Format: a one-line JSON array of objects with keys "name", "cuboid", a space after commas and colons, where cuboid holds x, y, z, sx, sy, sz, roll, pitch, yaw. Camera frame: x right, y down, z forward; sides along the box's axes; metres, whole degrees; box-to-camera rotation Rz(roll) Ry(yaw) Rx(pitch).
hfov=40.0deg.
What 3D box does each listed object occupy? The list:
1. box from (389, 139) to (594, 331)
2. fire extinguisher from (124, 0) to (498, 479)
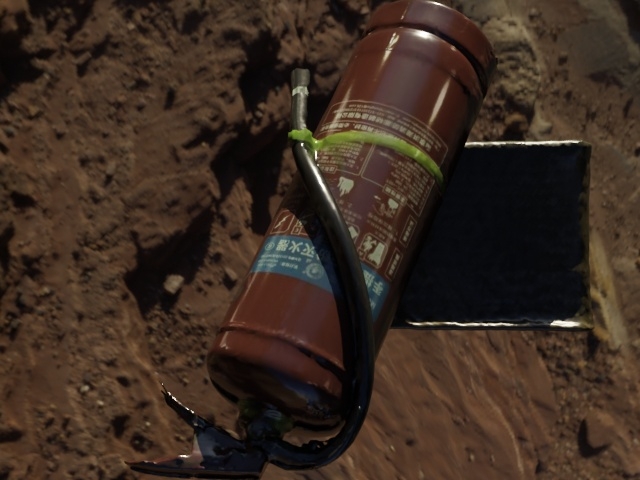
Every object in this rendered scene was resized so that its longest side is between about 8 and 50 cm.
[{"name": "box", "cuboid": [0.124, -0.002, 0.774, 0.184, 0.273, 0.143, -1, 89, 6]}, {"name": "fire extinguisher", "cuboid": [0.000, 0.000, 0.550, 0.141, 0.105, 0.341, 18, 65, 18]}]
